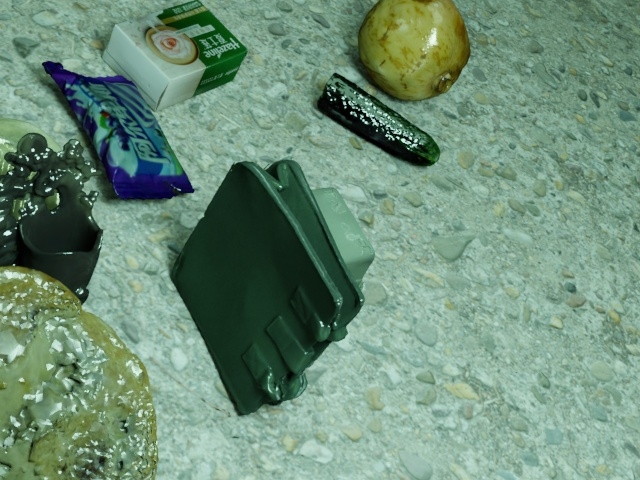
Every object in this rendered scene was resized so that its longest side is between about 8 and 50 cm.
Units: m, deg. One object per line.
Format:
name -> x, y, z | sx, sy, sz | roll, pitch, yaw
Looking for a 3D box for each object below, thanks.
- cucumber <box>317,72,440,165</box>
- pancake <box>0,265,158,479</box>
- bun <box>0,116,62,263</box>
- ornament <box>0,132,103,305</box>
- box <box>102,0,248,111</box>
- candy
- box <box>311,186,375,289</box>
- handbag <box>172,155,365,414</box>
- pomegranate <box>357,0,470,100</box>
cucumber -> 0.106, -0.203, 1.699 | 0.241, 0.074, 0.074 | 33, 43, -4
pancake -> -0.342, 0.214, 0.984 | 0.387, 0.082, 0.387 | 13, 66, -33
bun -> -0.422, -0.052, 1.186 | 0.229, 0.145, 0.229 | -3, 96, -33
ornament -> -0.360, 0.011, 1.078 | 0.251, 0.260, 0.106 | -9, 29, -36
box -> -0.235, -0.305, 1.572 | 0.135, 0.081, 0.199 | 45, 46, 11
candy -> -0.297, -0.165, 1.419 | 0.145, 0.070, 0.275 | -7, 54, -46
box -> 0.000, 0.000, 1.434 | 0.124, 0.093, 0.172 | -12, 60, -38
handbag -> -0.070, 0.057, 1.227 | 0.079, 0.247, 0.260 | -5, 54, -42
pomegranate -> 0.184, -0.362, 1.784 | 0.215, 0.215, 0.215 | 17, 45, -18
